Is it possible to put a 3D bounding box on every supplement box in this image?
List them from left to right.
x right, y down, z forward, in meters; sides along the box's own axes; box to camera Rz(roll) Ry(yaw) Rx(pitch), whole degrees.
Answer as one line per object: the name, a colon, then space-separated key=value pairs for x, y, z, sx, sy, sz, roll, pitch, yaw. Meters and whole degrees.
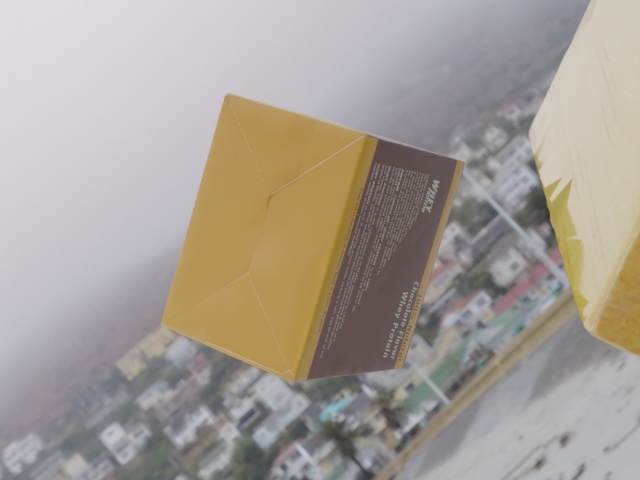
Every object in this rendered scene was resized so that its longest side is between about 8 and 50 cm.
supplement box: x=0.000 y=0.000 z=0.966 sx=0.194 sy=0.129 sz=0.191 roll=4 pitch=-76 yaw=-61

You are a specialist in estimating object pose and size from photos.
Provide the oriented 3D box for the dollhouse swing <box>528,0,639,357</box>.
dollhouse swing: x=0.320 y=-0.071 z=0.501 sx=0.305 sy=0.347 sz=0.315 roll=-61 pitch=7 yaw=23
